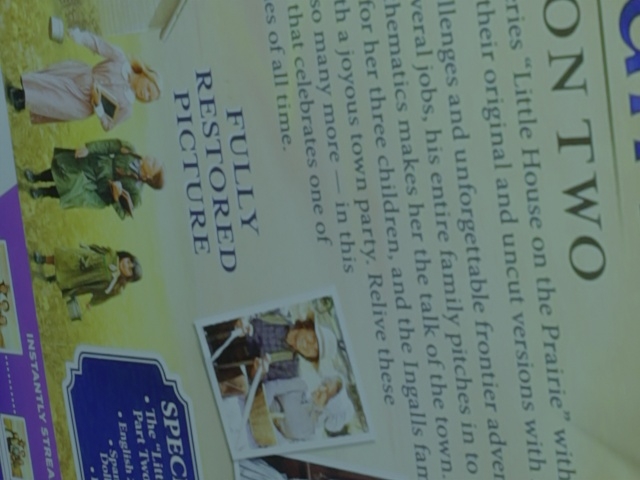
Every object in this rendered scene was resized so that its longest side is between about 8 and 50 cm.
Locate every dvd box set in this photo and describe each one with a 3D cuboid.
[{"bbox_3d":[0.000,0.000,0.411,0.062,0.420,0.308,-15,100,-43],"label":"dvd box set"}]
